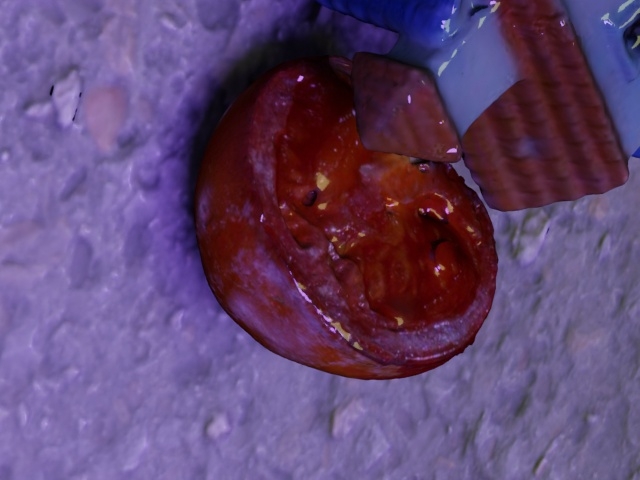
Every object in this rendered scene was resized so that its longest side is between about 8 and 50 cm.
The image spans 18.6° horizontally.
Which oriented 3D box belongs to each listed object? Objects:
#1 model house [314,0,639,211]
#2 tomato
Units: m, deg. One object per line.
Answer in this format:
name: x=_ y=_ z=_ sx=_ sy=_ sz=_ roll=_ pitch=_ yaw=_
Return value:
model house: x=0.125 y=-0.154 z=1.346 sx=0.329 sy=0.252 sz=0.295 roll=-46 pitch=132 yaw=-17
tomato: x=0.000 y=0.000 z=1.347 sx=0.233 sy=0.139 sz=0.200 roll=52 pitch=44 yaw=-7
